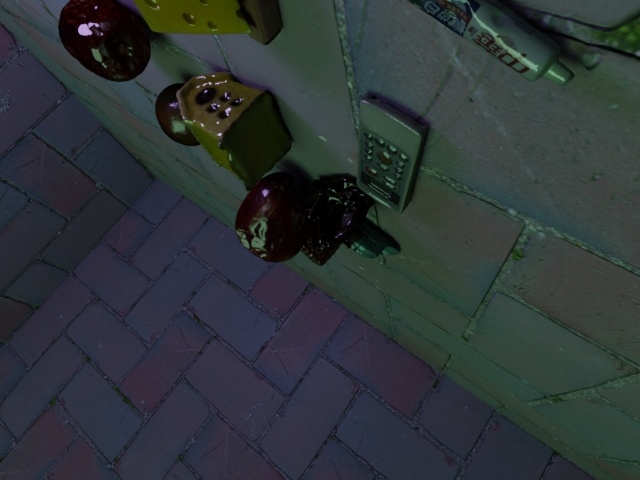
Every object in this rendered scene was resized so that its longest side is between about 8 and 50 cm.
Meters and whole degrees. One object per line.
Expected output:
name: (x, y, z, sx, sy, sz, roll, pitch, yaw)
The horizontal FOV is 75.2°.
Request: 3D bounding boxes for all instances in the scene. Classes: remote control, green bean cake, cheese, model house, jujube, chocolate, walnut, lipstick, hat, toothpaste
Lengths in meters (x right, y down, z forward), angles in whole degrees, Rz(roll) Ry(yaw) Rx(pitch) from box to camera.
remote control: (0.119, -0.143, 0.753, 0.123, 0.038, 0.285, 35, 167, 14)
green bean cake: (0.000, 0.000, 1.350, 0.135, 0.136, 0.056, 45, 169, -32)
cheese: (-0.177, -0.362, 0.609, 0.171, 0.126, 0.093, 28, 165, 23)
model house: (0.032, -0.059, 1.008, 0.141, 0.164, 0.203, 37, 166, -19)
jujube: (-0.509, -0.472, 0.979, 0.243, 0.183, 0.183, 43, 172, 35)
chocolate: (-0.347, -0.341, 1.105, 0.176, 0.177, 0.177, 35, 167, 10)
model house: (-0.217, -0.257, 0.952, 0.234, 0.175, 0.193, 28, 165, 25)
walnut: (-0.127, -0.079, 1.222, 0.221, 0.269, 0.244, 21, -148, -20)
lipstick: (-0.092, -0.350, 0.587, 0.045, 0.045, 0.145, 37, 168, 15)
hat: (0.124, 0.005, 1.165, 0.191, 0.078, 0.138, 37, 169, 3)
toothpaste: (0.147, -0.223, 0.409, 0.233, 0.038, 0.060, 39, 165, 7)

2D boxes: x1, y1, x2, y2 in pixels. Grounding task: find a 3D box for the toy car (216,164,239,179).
toy car: (-0.314, -0.261, 1.469, 0.142, 0.055, 0.069, 32, 179, -23)
